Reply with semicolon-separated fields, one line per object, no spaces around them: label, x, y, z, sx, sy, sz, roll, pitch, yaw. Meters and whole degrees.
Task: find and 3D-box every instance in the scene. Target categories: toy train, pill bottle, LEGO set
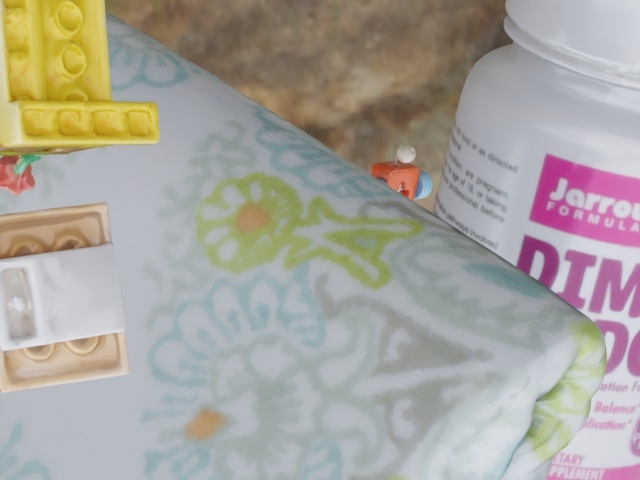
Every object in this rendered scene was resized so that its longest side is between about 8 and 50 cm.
toy train;0.000;0.000;1.264;0.166;0.046;0.125;-16;123;-47
pill bottle;0.141;-0.012;1.063;0.160;0.160;0.283;6;112;-16
LEGO set;-0.131;-0.094;0.530;0.107;0.132;0.287;-7;123;46

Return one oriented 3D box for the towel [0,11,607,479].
towel;-0.097;0.120;0.796;0.090;0.320;0.374;19;102;-57
